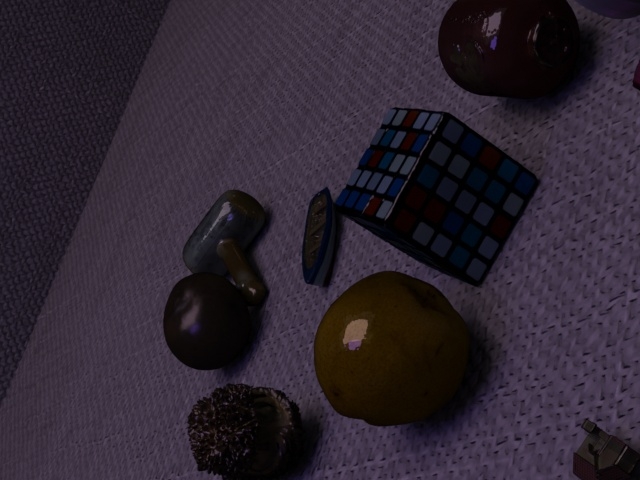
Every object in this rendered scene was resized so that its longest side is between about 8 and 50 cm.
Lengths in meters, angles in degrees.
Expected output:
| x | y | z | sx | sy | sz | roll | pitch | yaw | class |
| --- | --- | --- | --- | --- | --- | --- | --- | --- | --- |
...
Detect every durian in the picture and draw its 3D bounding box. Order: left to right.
| x | y | z | sx | sy | sz | roll | pitch | yaw | class |
| --- | --- | --- | --- | --- | --- | --- | --- | --- | --- |
| -0.123 | 0.307 | 1.696 | 0.196 | 0.196 | 0.167 | -44 | 31 | 30 | durian |

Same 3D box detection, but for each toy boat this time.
| x | y | z | sx | sy | sz | roll | pitch | yaw | class |
| --- | --- | --- | --- | --- | --- | --- | --- | --- | --- |
| 0.000 | 0.000 | 1.979 | 0.080 | 0.046 | 0.229 | -40 | 31 | 34 | toy boat |

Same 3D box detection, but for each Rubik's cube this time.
| x | y | z | sx | sy | sz | roll | pitch | yaw | class |
| --- | --- | --- | --- | --- | --- | --- | --- | --- | --- |
| 0.162 | -0.068 | 1.585 | 0.182 | 0.187 | 0.184 | -60 | 26 | -2 | Rubik's cube |

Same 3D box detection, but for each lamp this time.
| x | y | z | sx | sy | sz | roll | pitch | yaw | class |
| --- | --- | --- | --- | --- | --- | --- | --- | --- | --- |
| 0.274 | -0.301 | 1.642 | 0.180 | 0.180 | 0.258 | -61 | 27 | -3 | lamp |

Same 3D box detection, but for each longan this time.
| x | y | z | sx | sy | sz | roll | pitch | yaw | class |
| --- | --- | --- | --- | --- | --- | --- | --- | --- | --- |
| -0.212 | 0.150 | 2.066 | 0.167 | 0.167 | 0.187 | -34 | 67 | 43 | longan |

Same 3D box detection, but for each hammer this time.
| x | y | z | sx | sy | sz | roll | pitch | yaw | class |
| --- | --- | --- | --- | --- | --- | --- | --- | --- | --- |
| -0.171 | 0.041 | 2.212 | 0.202 | 0.113 | 0.305 | -54 | 33 | 17 | hammer |

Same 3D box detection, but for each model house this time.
| x | y | z | sx | sy | sz | roll | pitch | yaw | class |
| --- | --- | --- | --- | --- | --- | --- | --- | --- | --- |
| 0.295 | 0.231 | 1.153 | 0.058 | 0.057 | 0.083 | -55 | 26 | -1 | model house |

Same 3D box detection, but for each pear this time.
| x | y | z | sx | sy | sz | roll | pitch | yaw | class |
| --- | --- | --- | --- | --- | --- | --- | --- | --- | --- |
| 0.087 | 0.148 | 1.458 | 0.209 | 0.209 | 0.209 | -43 | 29 | 31 | pear |

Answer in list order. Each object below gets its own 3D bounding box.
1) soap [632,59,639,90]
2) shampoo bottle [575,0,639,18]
| x | y | z | sx | sy | sz | roll | pitch | yaw | class |
| --- | --- | --- | --- | --- | --- | --- | --- | --- | --- |
| 0.498 | -0.174 | 1.139 | 0.233 | 0.128 | 0.359 | -53 | 25 | 16 | soap |
| 0.420 | -0.444 | 1.416 | 0.266 | 0.273 | 0.273 | -39 | 31 | 52 | shampoo bottle |
